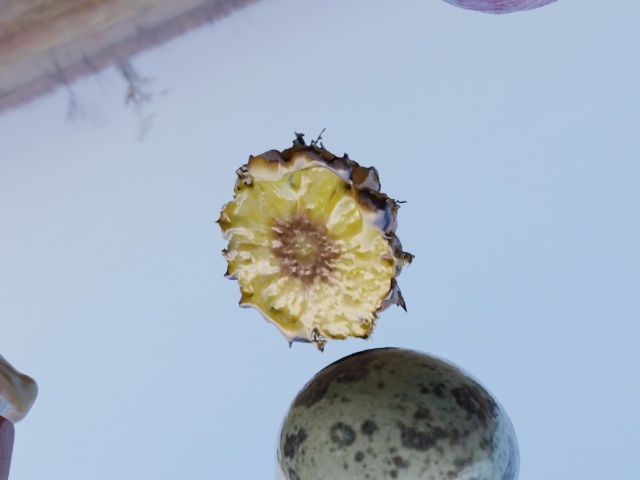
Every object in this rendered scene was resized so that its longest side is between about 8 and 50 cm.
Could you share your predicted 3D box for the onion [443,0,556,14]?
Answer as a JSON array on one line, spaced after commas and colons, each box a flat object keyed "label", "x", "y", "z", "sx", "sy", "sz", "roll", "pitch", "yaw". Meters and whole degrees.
[{"label": "onion", "x": 0.119, "y": -0.231, "z": 0.807, "sx": 0.200, "sy": 0.200, "sz": 0.207, "roll": -26, "pitch": -172, "yaw": 3}]

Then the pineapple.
[{"label": "pineapple", "x": 0.000, "y": 0.000, "z": 1.232, "sx": 0.225, "sy": 0.225, "sz": 0.076, "roll": -16, "pitch": -169, "yaw": 35}]

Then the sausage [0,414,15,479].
[{"label": "sausage", "x": -0.217, "y": 0.171, "z": 0.808, "sx": 0.030, "sy": 0.035, "sz": 0.147, "roll": -21, "pitch": -137, "yaw": 22}]

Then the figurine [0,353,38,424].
[{"label": "figurine", "x": -0.462, "y": 0.119, "z": 1.057, "sx": 0.268, "sy": 0.401, "sz": 0.387, "roll": 19, "pitch": -136, "yaw": 37}]

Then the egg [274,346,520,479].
[{"label": "egg", "x": 0.046, "y": 0.127, "z": 0.742, "sx": 0.132, "sy": 0.132, "sz": 0.172, "roll": -35, "pitch": -171, "yaw": -28}]
